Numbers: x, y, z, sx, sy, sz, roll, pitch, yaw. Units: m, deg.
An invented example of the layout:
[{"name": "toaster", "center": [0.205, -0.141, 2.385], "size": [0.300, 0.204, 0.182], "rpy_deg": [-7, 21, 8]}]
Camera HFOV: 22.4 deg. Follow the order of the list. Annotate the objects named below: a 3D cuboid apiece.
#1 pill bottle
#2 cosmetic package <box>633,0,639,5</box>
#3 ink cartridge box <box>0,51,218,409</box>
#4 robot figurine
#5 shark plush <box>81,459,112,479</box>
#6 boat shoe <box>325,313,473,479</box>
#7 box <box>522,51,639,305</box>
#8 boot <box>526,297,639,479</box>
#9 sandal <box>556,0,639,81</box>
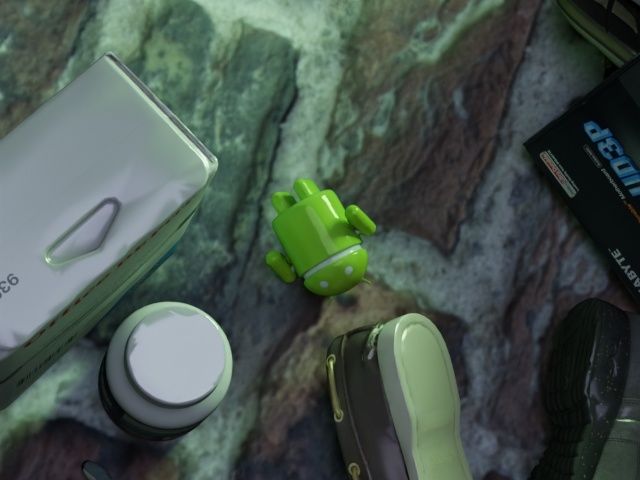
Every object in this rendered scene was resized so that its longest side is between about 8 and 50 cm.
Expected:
[{"name": "pill bottle", "center": [-0.131, 0.109, 1.372], "size": [0.108, 0.180, 0.108], "rpy_deg": [3, 77, -11]}, {"name": "cosmetic package", "center": [0.462, -0.290, 1.595], "size": [0.377, 0.097, 0.284], "rpy_deg": [35, 62, -2]}, {"name": "ink cartridge box", "center": [-0.220, 0.004, 1.312], "size": [0.223, 0.307, 0.129], "rpy_deg": [-43, 89, -17]}, {"name": "robot figurine", "center": [0.000, 0.000, 1.481], "size": [0.101, 0.067, 0.115], "rpy_deg": [-30, 84, 12]}, {"name": "shark plush", "center": [-0.164, 0.252, 1.392], "size": [0.161, 0.067, 0.073], "rpy_deg": [34, 73, -2]}, {"name": "boat shoe", "center": [0.075, 0.232, 1.430], "size": [0.116, 0.097, 0.324], "rpy_deg": [-1, 78, -53]}, {"name": "box", "center": [0.317, -0.052, 1.500], "size": [0.051, 0.175, 0.220], "rpy_deg": [-31, 85, -45]}, {"name": "boot", "center": [0.305, 0.233, 1.471], "size": [0.222, 0.118, 0.338], "rpy_deg": [19, 81, -15]}, {"name": "sandal", "center": [0.329, -0.136, 1.558], "size": [0.120, 0.086, 0.303], "rpy_deg": [-23, 69, -47]}]
